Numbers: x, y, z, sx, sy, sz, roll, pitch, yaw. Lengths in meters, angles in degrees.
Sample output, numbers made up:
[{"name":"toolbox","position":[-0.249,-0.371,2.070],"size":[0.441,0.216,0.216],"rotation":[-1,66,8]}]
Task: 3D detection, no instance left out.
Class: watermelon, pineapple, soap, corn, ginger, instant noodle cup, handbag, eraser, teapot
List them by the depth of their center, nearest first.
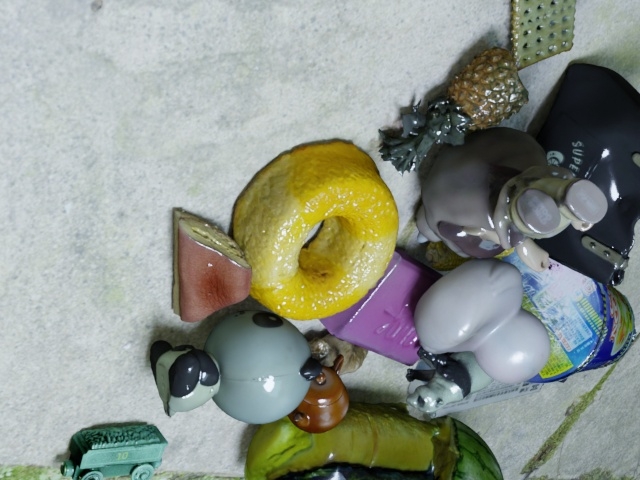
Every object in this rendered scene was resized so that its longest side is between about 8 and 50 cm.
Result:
[{"name":"pineapple","position":[0.200,-0.196,1.428],"size":[0.251,0.125,0.125],"rotation":[-34,139,6]},{"name":"teapot","position":[-0.003,0.252,1.528],"size":[0.173,0.116,0.116],"rotation":[-50,151,-42]},{"name":"handbag","position":[0.468,-0.099,1.569],"size":[0.152,0.288,0.342],"rotation":[5,120,-36]},{"name":"ginger","position":[0.000,0.218,1.631],"size":[0.213,0.074,0.137],"rotation":[-19,148,-20]},{"name":"soap","position":[0.133,0.117,1.643],"size":[0.181,0.081,0.259],"rotation":[-51,139,8]},{"name":"corn","position":[0.275,0.015,1.680],"size":[0.206,0.067,0.067],"rotation":[-9,129,-33]},{"name":"watermelon","position":[0.274,0.529,1.834],"size":[0.190,0.330,0.330],"rotation":[16,117,-10]},{"name":"instant noodle cup","position":[0.488,0.158,1.842],"size":[0.312,0.284,0.284],"rotation":[15,114,-54]},{"name":"eraser","position":[0.375,0.280,1.962],"size":[0.404,0.096,0.098],"rotation":[-6,126,-35]}]

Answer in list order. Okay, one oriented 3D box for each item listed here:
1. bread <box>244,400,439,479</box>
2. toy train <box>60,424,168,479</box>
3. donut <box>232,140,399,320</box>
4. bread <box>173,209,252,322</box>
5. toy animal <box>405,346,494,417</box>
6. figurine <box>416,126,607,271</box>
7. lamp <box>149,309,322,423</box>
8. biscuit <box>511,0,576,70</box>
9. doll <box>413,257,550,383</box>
[{"name":"bread","position":[0.048,0.403,1.708],"size":[0.377,0.251,0.208],"rotation":[11,84,-43]},{"name":"toy train","position":[-0.332,0.346,1.485],"size":[0.172,0.070,0.099],"rotation":[4,114,-39]},{"name":"donut","position":[0.000,0.000,1.421],"size":[0.303,0.110,0.302],"rotation":[-20,133,-23]},{"name":"bread","position":[-0.160,0.043,1.349],"size":[0.119,0.067,0.192],"rotation":[6,128,-4]},{"name":"toy animal","position":[0.243,0.240,1.689],"size":[0.225,0.121,0.093],"rotation":[-25,150,-37]},{"name":"figurine","position":[0.289,-0.066,1.430],"size":[0.248,0.380,0.203],"rotation":[-40,106,-6]},{"name":"lamp","position":[-0.130,0.198,1.426],"size":[0.244,0.197,0.197],"rotation":[0,124,-29]},{"name":"biscuit","position":[0.351,-0.374,1.430],"size":[0.144,0.016,0.203],"rotation":[-23,126,-25]},{"name":"doll","position":[0.284,0.150,1.555],"size":[0.251,0.221,0.221],"rotation":[7,120,-54]}]
